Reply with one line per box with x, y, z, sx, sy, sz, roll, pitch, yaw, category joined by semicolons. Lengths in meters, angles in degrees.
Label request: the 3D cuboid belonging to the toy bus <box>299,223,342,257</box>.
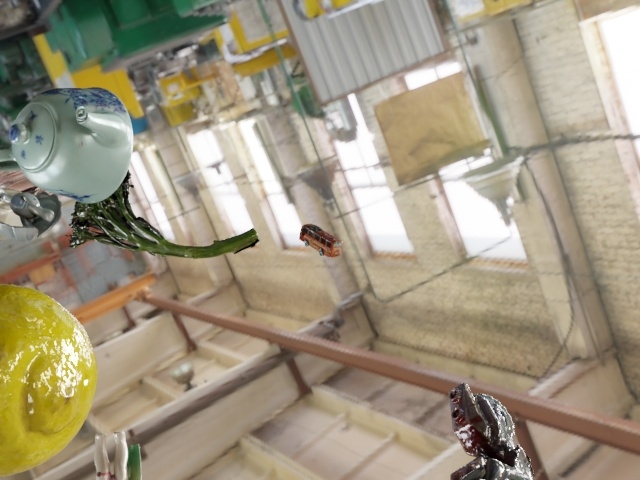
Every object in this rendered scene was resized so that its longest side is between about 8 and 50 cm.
0.000;0.000;1.640;0.031;0.043;0.110;-10;-153;-37;toy bus

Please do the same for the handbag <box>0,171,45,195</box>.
-0.618;-0.134;1.738;0.179;0.116;0.205;-21;-171;46;handbag

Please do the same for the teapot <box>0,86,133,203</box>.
-0.343;-0.130;1.081;0.232;0.159;0.159;-14;-166;34;teapot

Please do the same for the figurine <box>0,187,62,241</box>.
-0.413;-0.038;1.156;0.094;0.082;0.086;13;172;24;figurine

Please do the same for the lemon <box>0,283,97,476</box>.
-0.555;0.232;1.402;0.348;0.348;0.348;-21;-168;5;lemon

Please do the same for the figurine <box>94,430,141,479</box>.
-0.288;0.364;1.169;0.083;0.187;0.083;-8;173;-1;figurine

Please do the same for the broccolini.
-0.220;-0.036;1.180;0.271;0.123;0.062;6;-179;-4;broccolini

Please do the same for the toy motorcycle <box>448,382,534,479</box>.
0.166;0.245;0.874;0.082;0.122;0.213;-40;-149;32;toy motorcycle

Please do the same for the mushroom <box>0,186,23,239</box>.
-0.618;-0.052;1.415;0.247;0.096;0.108;4;-161;-24;mushroom
